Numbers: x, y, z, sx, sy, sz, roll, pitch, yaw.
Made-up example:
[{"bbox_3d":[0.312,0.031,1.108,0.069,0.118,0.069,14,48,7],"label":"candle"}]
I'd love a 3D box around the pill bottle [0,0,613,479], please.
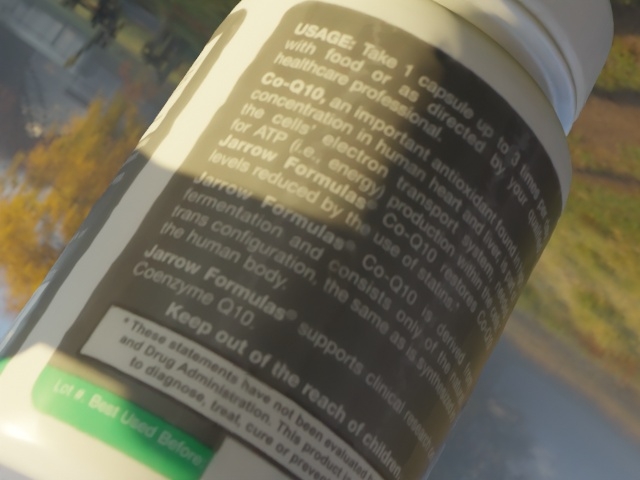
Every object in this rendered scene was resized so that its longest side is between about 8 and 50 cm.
[{"bbox_3d":[0.000,0.000,0.597,0.204,0.361,0.204,26,157,12],"label":"pill bottle"}]
